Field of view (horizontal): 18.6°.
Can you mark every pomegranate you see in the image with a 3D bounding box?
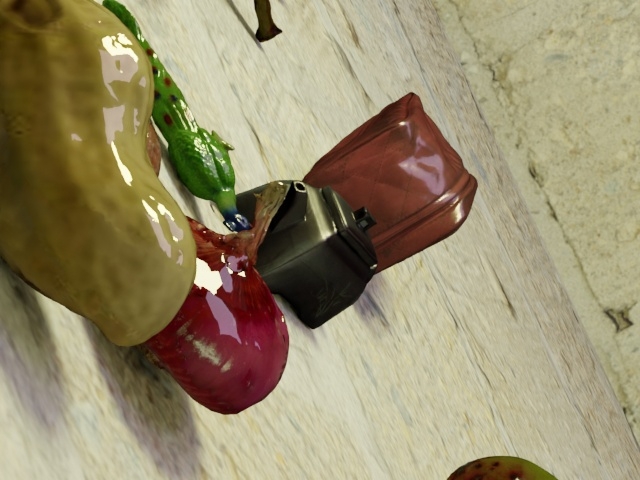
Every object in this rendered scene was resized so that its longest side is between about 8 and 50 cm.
[{"bbox_3d":[0.148,0.238,1.689,0.129,0.129,0.159,54,-5,-38],"label":"pomegranate"}]

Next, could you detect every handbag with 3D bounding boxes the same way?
[{"bbox_3d":[0.070,-0.052,1.930,0.135,0.146,0.225,58,10,-7],"label":"handbag"}]

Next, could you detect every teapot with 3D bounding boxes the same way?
[{"bbox_3d":[0.000,0.000,1.623,0.177,0.096,0.087,47,19,-55],"label":"teapot"}]

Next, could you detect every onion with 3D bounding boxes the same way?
[{"bbox_3d":[-0.060,0.021,1.202,0.150,0.140,0.150,46,5,-5],"label":"onion"}]

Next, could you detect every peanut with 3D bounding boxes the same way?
[{"bbox_3d":[-0.138,-0.051,1.075,0.236,0.120,0.110,61,-29,21],"label":"peanut"}]

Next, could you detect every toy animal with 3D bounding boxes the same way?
[{"bbox_3d":[-0.105,-0.091,1.517,0.217,0.041,0.075,61,12,16],"label":"toy animal"}]

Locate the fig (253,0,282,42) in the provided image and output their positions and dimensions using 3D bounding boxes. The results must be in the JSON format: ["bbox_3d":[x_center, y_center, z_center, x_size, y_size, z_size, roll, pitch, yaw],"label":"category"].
[{"bbox_3d":[-0.065,-0.358,1.971,0.290,0.190,0.191,53,15,-37],"label":"fig"}]

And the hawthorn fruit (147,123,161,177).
[{"bbox_3d":[-0.147,-0.052,1.222,0.103,0.067,0.067,3,56,-47],"label":"hawthorn fruit"}]
